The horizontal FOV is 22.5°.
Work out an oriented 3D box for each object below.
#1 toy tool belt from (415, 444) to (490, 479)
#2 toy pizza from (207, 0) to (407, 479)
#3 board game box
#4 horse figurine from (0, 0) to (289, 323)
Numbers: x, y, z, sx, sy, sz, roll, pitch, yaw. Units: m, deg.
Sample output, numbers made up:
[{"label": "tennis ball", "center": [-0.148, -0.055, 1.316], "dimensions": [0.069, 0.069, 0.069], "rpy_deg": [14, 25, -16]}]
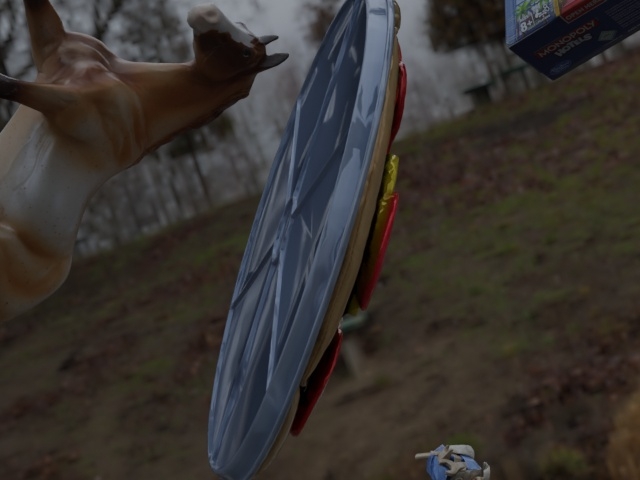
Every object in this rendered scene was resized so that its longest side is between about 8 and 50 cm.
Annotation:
[{"label": "toy tool belt", "center": [0.123, 0.220, 1.519], "dimensions": [0.051, 0.052, 0.083], "rpy_deg": [9, 11, -17]}, {"label": "toy pizza", "center": [0.000, 0.000, 0.617], "dimensions": [0.032, 0.201, 0.201], "rpy_deg": [17, -7, -9]}, {"label": "board game box", "center": [0.191, -0.234, 1.031], "dimensions": [0.194, 0.194, 0.060], "rpy_deg": [-30, -35, 28]}, {"label": "horse figurine", "center": [-0.153, -0.030, 0.770], "dimensions": [0.174, 0.066, 0.263], "rpy_deg": [30, -86, -49]}]
